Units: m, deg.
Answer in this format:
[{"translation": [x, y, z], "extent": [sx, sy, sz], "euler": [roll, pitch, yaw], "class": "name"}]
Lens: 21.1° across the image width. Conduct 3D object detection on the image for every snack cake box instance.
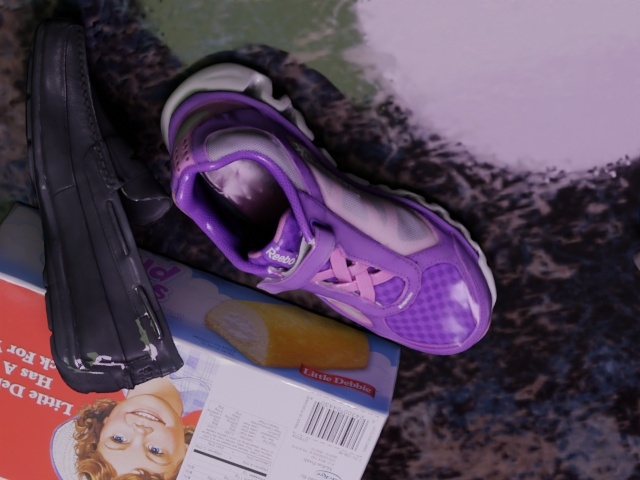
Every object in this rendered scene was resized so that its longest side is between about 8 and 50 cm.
[{"translation": [-0.100, 0.101, 1.079], "extent": [0.264, 0.089, 0.152], "euler": [21, 119, -3], "class": "snack cake box"}]

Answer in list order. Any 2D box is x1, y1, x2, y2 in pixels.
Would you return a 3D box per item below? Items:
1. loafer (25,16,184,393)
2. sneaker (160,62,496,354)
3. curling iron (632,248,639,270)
[{"translation": [-0.125, -0.023, 0.989], "extent": [0.078, 0.076, 0.223], "euler": [-9, 77, -4], "class": "loafer"}, {"translation": [0.000, 0.000, 1.008], "extent": [0.236, 0.104, 0.095], "euler": [36, 114, -12], "class": "sneaker"}, {"translation": [0.279, -0.076, 0.972], "extent": [0.068, 0.035, 0.274], "euler": [40, 114, -7], "class": "curling iron"}]
